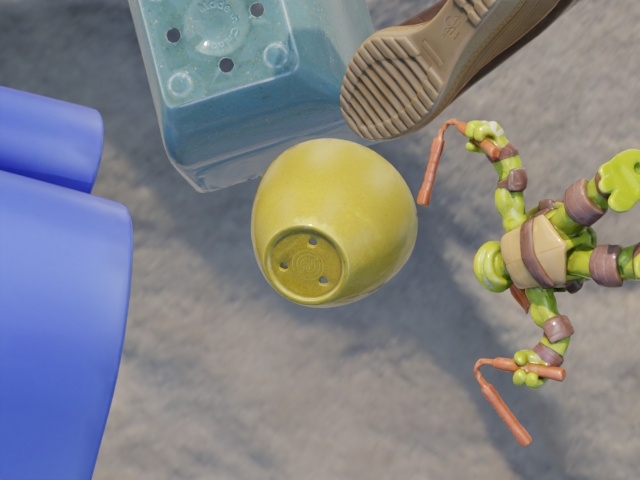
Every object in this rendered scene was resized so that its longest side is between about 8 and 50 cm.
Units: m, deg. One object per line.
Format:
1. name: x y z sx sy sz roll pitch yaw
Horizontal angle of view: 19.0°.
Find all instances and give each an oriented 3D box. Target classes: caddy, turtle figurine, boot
1. caddy: -0.224 0.064 1.030 0.179 0.241 0.341 8 117 -18
2. turtle figurine: 0.187 0.018 1.490 0.217 0.087 0.269 -18 82 54
3. boot: 0.148 -0.175 1.608 0.248 0.207 0.090 -41 76 45

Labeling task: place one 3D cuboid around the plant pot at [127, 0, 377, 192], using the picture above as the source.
1. plant pot: -0.081 -0.212 2.046 0.248 0.252 0.247 -16 82 10

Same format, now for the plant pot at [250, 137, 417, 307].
1. plant pot: 0.000 0.000 1.491 0.134 0.095 0.134 7 116 14
